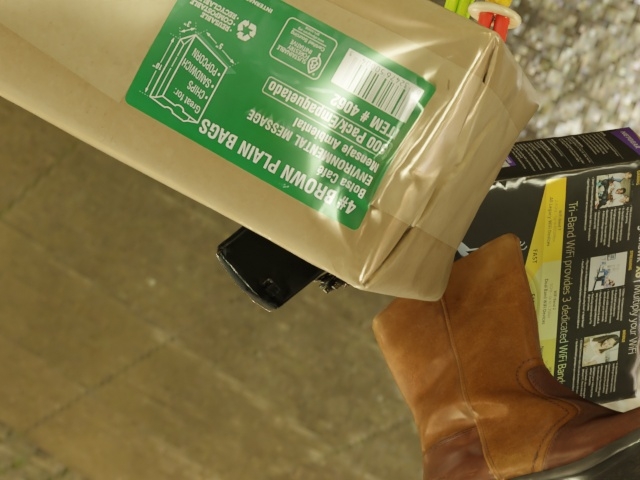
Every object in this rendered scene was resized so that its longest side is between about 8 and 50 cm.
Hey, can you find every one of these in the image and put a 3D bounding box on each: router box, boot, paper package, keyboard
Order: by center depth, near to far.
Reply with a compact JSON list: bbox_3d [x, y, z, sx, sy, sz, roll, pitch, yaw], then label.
[{"bbox_3d":[-0.046,-0.106,1.061,0.325,0.168,0.309,29,-176,12],"label":"paper package"},{"bbox_3d":[0.178,0.103,1.255,0.264,0.280,0.096,-35,127,20],"label":"boot"},{"bbox_3d":[0.000,0.000,1.405,0.100,0.192,0.038,49,147,5],"label":"keyboard"},{"bbox_3d":[0.223,0.045,1.754,0.243,0.081,0.308,-8,121,-13],"label":"router box"}]

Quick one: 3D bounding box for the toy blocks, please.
[{"bbox_3d":[0.142,-0.194,1.589,0.054,0.148,0.123,23,168,-27],"label":"toy blocks"}]
